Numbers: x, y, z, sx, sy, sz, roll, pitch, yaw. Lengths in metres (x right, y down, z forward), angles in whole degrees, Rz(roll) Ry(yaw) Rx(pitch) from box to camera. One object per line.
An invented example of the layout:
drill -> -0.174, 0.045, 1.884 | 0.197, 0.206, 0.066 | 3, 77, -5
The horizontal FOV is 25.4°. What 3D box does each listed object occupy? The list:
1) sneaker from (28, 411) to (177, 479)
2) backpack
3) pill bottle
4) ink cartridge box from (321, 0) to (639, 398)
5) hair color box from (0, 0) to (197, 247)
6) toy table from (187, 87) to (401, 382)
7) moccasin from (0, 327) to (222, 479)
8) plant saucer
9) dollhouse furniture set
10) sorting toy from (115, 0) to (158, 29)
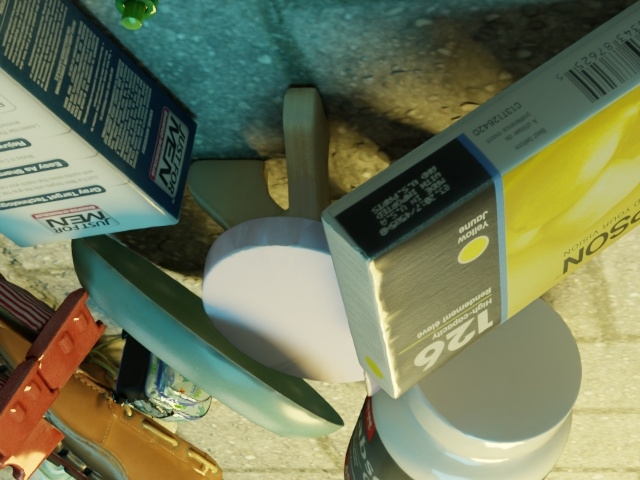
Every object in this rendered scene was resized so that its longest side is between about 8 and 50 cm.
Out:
sneaker -> -0.349, 0.232, 1.737 | 0.366, 0.150, 0.135 | 19, 148, -21
backpack -> -0.165, 0.151, 1.599 | 0.084, 0.105, 0.114 | -11, 149, 30
pill bottle -> 0.147, 0.197, 1.508 | 0.210, 0.210, 0.363 | 8, 151, -3
ink cartridge box -> 0.156, -0.007, 1.106 | 0.303, 0.072, 0.307 | -35, 149, -11
hair color box -> -0.266, -0.126, 1.114 | 0.174, 0.105, 0.347 | -7, 148, 28
toy table -> 0.000, 0.000, 1.232 | 0.252, 0.161, 0.274 | 5, 152, 1
moccasin -> -0.261, 0.194, 1.654 | 0.380, 0.147, 0.139 | 42, 149, -17
plant saucer -> -0.115, 0.094, 1.345 | 0.317, 0.044, 0.317 | 37, 179, 0
dollhouse furniture set -> -0.326, 0.116, 1.392 | 0.201, 0.152, 0.374 | 31, 163, 9
sorting toy -> -0.225, -0.242, 0.877 | 0.127, 0.126, 0.365 | -21, 140, 40
